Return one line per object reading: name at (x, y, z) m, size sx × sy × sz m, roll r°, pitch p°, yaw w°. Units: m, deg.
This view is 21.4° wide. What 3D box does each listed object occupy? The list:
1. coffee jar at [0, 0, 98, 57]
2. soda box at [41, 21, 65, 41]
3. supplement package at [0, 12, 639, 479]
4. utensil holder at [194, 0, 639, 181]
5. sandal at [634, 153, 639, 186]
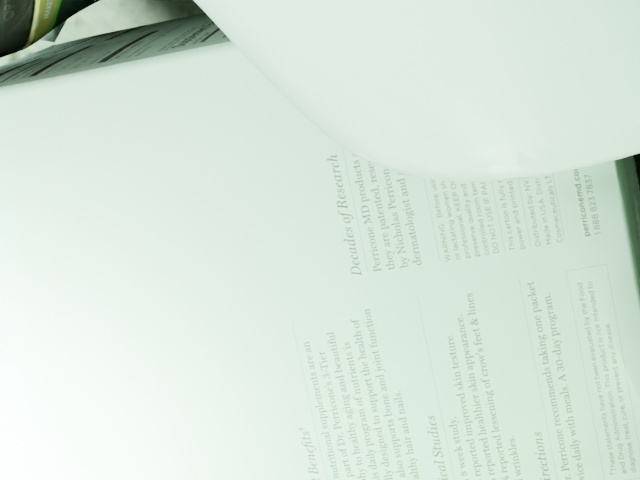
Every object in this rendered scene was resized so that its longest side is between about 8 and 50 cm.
coffee jar at (-0.091, -0.142, 0.672) m, size 0.079 × 0.184 × 0.096 m, roll 43°, pitch 145°, yaw 22°
soda box at (-0.144, -0.192, 0.723) m, size 0.069 × 0.074 × 0.216 m, roll 10°, pitch 139°, yaw 9°
supplement package at (0.000, 0.000, 0.708) m, size 0.262 × 0.198 × 0.199 m, roll -9°, pitch 102°, yaw 12°
utensil holder at (0.004, -0.247, 0.421) m, size 0.327 × 0.328 × 0.385 m, roll -18°, pitch 129°, yaw 34°
sandal at (0.302, 0.079, 0.841) m, size 0.445 × 0.107 × 0.167 m, roll 39°, pitch 135°, yaw -23°
